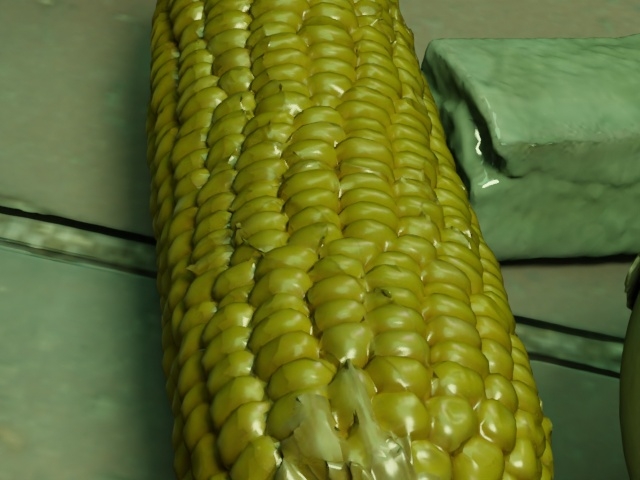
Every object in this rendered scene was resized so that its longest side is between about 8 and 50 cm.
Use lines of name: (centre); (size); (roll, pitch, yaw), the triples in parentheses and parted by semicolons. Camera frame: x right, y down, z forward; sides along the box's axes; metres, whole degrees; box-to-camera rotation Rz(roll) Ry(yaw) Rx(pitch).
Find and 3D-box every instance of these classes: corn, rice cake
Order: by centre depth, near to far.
corn: (0.000, 0.000, 0.574); (0.106, 0.106, 0.293); (4, 38, -11)
rice cake: (0.120, -0.034, 0.671); (0.206, 0.063, 0.069); (-2, 40, -18)

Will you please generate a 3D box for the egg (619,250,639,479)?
egg: (0.199, 0.050, 0.497); (0.253, 0.186, 0.186); (15, 39, -1)
